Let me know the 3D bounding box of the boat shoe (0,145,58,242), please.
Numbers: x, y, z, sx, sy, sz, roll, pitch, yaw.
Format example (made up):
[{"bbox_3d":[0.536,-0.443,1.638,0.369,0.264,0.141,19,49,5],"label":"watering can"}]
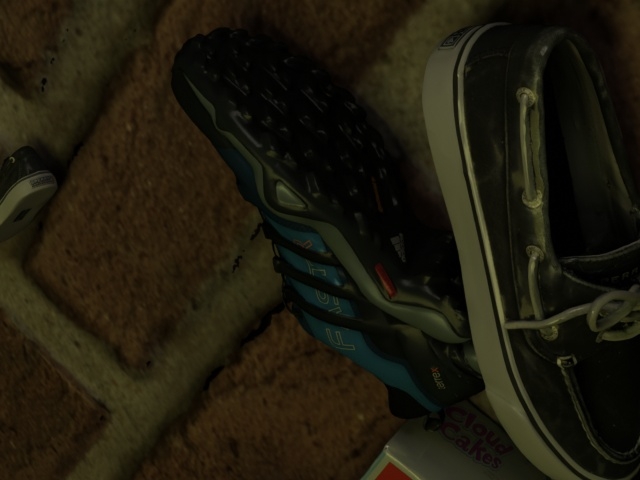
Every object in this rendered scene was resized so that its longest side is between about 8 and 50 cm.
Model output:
[{"bbox_3d":[-0.259,-0.032,1.168,0.142,0.049,0.040,-35,78,45],"label":"boat shoe"}]

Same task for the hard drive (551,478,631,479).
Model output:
[{"bbox_3d":[0.260,0.325,0.908,0.047,0.233,0.353,-27,110,2],"label":"hard drive"}]

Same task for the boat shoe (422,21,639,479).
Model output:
[{"bbox_3d":[0.155,0.018,0.830,0.105,0.113,0.306,7,116,52],"label":"boat shoe"}]

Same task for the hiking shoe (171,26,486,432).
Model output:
[{"bbox_3d":[0.000,0.000,0.926,0.304,0.113,0.132,47,128,-1],"label":"hiking shoe"}]

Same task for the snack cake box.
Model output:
[{"bbox_3d":[0.075,0.244,1.078,0.152,0.089,0.264,41,137,9],"label":"snack cake box"}]
